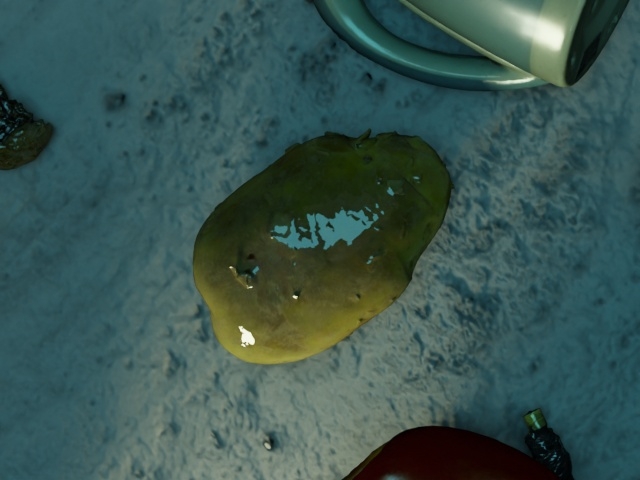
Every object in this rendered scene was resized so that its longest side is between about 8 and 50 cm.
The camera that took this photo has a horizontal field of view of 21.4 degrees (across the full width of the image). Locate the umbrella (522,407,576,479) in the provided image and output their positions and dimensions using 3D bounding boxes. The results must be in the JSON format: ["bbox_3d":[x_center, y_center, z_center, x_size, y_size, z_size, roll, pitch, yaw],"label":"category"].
[{"bbox_3d":[0.246,0.242,1.748,0.037,0.040,0.144,-26,86,17],"label":"umbrella"}]

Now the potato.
[{"bbox_3d":[0.000,0.000,1.729,0.296,0.141,0.191,-38,89,5],"label":"potato"}]

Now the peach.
[{"bbox_3d":[0.149,0.344,1.659,0.281,0.281,0.338,-44,90,7],"label":"peach"}]

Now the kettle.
[{"bbox_3d":[0.131,-0.296,1.672,0.342,0.247,0.319,26,121,15],"label":"kettle"}]

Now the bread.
[{"bbox_3d":[-0.349,-0.123,1.816,0.113,0.060,0.082,37,94,4],"label":"bread"}]
